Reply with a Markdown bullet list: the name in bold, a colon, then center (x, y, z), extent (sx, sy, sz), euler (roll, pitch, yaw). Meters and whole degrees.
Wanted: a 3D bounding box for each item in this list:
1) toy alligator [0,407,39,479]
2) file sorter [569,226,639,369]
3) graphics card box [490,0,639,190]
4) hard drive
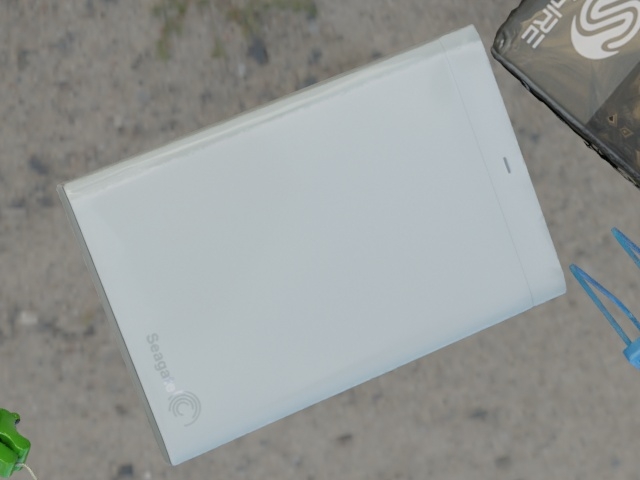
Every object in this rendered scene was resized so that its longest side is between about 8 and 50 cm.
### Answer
- **toy alligator**: center (-0.234, 0.126, 1.206), extent (0.189, 0.051, 0.056), euler (28, 128, 7)
- **file sorter**: center (0.282, 0.014, 1.252), extent (0.170, 0.104, 0.118), euler (-42, 143, 12)
- **graphics card box**: center (0.257, -0.019, 0.476), extent (0.233, 0.371, 0.094), euler (-51, 162, 11)
- **hard drive**: center (0.000, 0.000, 1.203), extent (0.307, 0.040, 0.203), euler (-23, 99, -15)
